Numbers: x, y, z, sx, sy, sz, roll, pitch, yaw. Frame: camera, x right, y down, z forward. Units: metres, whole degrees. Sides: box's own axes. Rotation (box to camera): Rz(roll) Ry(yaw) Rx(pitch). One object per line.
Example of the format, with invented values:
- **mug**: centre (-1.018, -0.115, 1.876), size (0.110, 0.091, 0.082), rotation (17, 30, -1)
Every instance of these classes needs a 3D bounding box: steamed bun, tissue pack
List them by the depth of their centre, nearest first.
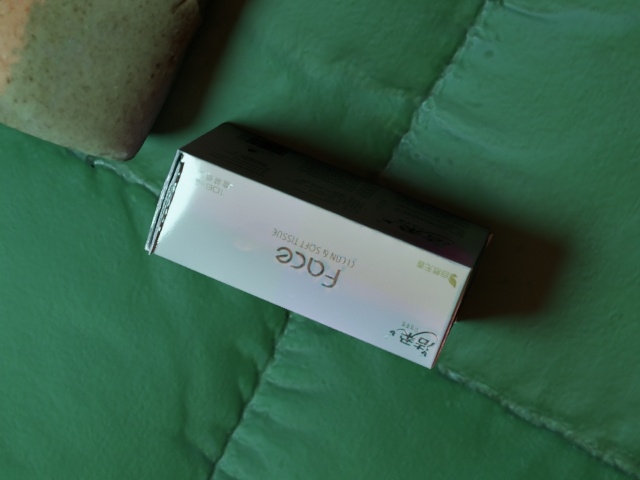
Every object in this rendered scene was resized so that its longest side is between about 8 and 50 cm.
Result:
- **steamed bun**: centre (-0.246, -0.209, 1.294), size (0.301, 0.199, 0.252), rotation (28, 107, 6)
- **tissue pack**: centre (0.000, 0.000, 1.316), size (0.246, 0.148, 0.093), rotation (23, 106, 7)
